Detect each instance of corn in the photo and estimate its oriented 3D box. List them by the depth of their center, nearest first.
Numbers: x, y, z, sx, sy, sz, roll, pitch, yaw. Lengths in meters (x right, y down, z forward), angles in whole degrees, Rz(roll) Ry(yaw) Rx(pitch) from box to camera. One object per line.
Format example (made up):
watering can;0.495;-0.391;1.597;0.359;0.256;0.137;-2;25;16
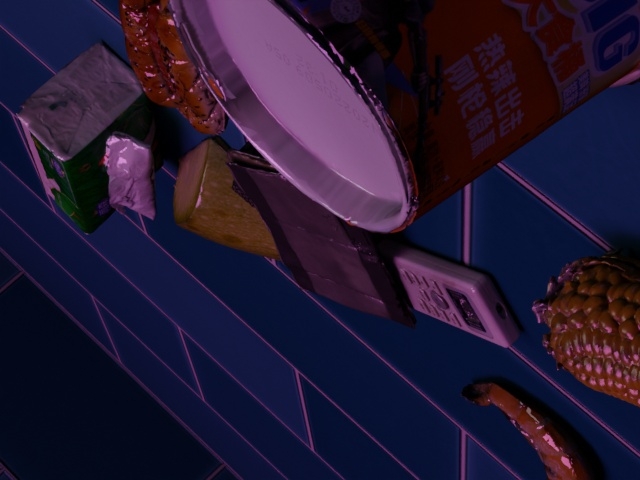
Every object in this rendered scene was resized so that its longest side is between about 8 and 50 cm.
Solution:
corn;0.284;0.086;1.209;0.318;0.115;0.115;21;148;56

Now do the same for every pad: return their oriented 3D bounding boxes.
pad;0.000;0.001;1.700;0.174;0.022;0.233;18;150;36

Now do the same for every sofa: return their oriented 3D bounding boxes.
sofa;-0.061;-0.084;1.747;0.039;0.060;0.118;38;161;5

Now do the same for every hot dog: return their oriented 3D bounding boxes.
hot dog;-0.149;-0.202;1.674;0.144;0.075;0.268;38;163;21

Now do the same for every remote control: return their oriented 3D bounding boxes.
remote control;0.123;0.051;1.648;0.190;0.029;0.087;23;150;55

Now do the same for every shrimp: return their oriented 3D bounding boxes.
shrimp;0.231;0.245;1.800;0.198;0.051;0.262;45;161;32

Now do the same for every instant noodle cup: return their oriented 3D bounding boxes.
instant noodle cup;0.053;-0.152;1.055;0.296;0.214;0.296;42;161;18

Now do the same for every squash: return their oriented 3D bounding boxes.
squash;-0.120;-0.024;1.978;0.184;0.085;0.192;50;164;-6

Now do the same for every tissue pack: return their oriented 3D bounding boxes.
tissue pack;-0.269;-0.111;2.040;0.156;0.148;0.209;42;162;17
